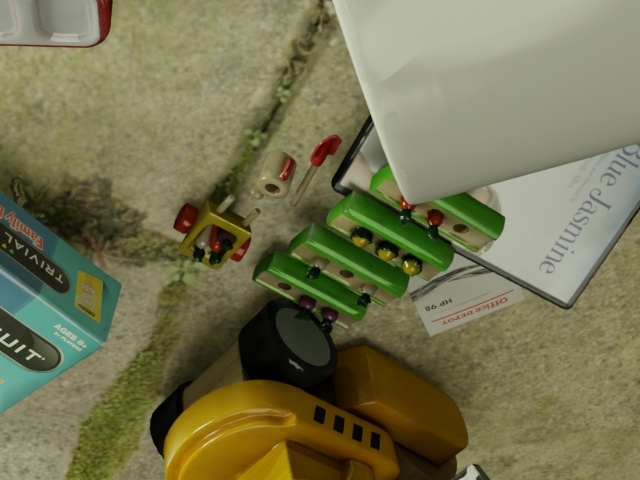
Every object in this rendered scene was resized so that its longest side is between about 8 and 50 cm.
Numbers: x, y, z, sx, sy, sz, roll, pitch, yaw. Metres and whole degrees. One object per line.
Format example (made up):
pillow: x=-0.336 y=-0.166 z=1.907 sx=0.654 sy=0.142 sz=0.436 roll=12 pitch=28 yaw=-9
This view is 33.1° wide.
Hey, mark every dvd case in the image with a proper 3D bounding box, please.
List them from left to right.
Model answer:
dvd case: x=0.160 y=-0.065 z=0.922 sx=0.253 sy=0.022 sz=0.180 roll=26 pitch=106 yaw=-15

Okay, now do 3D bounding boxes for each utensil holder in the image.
utensil holder: x=0.192 y=-0.221 z=0.662 sx=0.385 sy=0.328 sz=0.328 roll=-17 pitch=132 yaw=8

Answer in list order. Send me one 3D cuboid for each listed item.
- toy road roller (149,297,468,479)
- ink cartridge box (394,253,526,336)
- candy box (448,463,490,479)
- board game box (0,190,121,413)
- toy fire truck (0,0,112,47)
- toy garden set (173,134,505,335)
toy road roller: x=-0.004 y=0.241 z=1.074 sx=0.329 sy=0.241 sz=0.202 roll=31 pitch=119 yaw=-31
ink cartridge box: x=0.130 y=0.022 z=1.029 sx=0.104 sy=0.060 sz=0.180 roll=-22 pitch=131 yaw=8
candy box: x=0.096 y=0.306 z=1.069 sx=0.196 sy=0.070 sz=0.165 roll=-36 pitch=164 yaw=1
board game box: x=-0.380 y=0.068 z=0.913 sx=0.336 sy=0.079 sz=0.254 roll=-33 pitch=121 yaw=26
toy fire truck: x=-0.292 y=-0.213 z=0.693 sx=0.302 sy=0.169 sz=0.254 roll=-2 pitch=149 yaw=-8
toy garden set: x=0.000 y=0.000 z=0.925 sx=0.203 sy=0.049 sz=0.244 roll=29 pitch=144 yaw=-19
